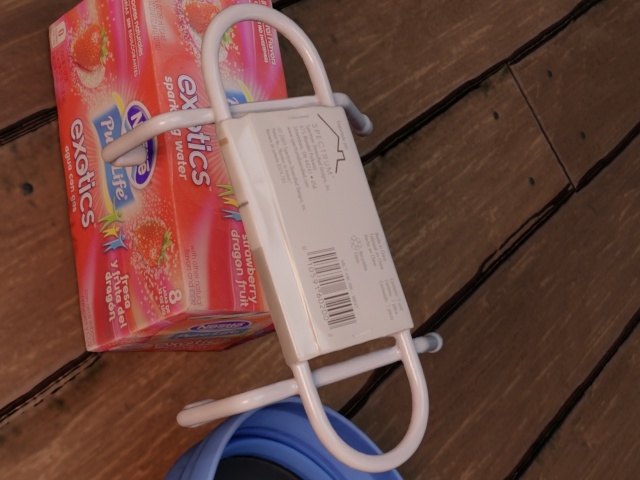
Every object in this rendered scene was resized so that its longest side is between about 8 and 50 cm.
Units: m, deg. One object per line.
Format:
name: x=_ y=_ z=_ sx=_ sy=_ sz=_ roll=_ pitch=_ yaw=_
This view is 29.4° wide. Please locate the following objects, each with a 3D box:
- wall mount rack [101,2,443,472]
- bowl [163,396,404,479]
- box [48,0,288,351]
wall mount rack: x=0.000 y=0.000 z=0.938 sx=0.304 sy=0.130 sz=0.350 roll=-12 pitch=82 yaw=-43
bowl: x=-0.001 y=0.321 z=0.967 sx=0.391 sy=0.077 sz=0.391 roll=42 pitch=34 yaw=-38
box: x=-0.116 y=-0.064 z=1.039 sx=0.154 sy=0.142 sz=0.300 roll=6 pitch=69 yaw=-45
